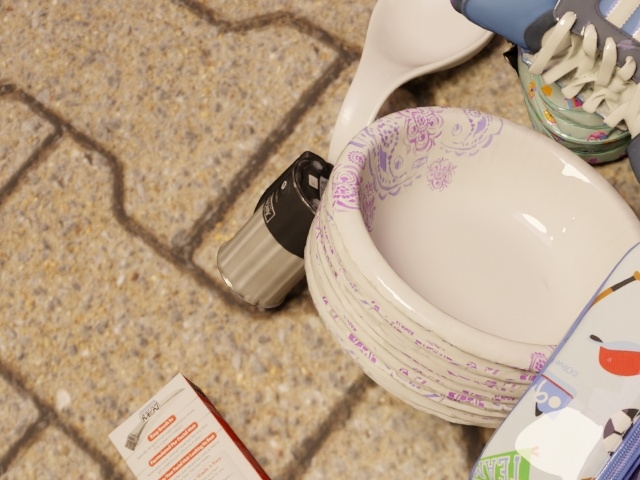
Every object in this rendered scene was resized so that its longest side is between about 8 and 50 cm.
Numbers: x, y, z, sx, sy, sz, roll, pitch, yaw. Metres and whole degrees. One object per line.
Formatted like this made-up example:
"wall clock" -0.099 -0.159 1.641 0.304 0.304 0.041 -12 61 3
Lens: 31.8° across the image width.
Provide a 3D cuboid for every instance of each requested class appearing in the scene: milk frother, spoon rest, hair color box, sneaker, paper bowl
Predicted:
"milk frother" 0.000 0.000 1.087 0.135 0.143 0.129 -45 12 35
"spoon rest" 0.090 -0.180 1.147 0.137 0.084 0.276 22 74 27
"hair color box" -0.110 0.215 1.035 0.093 0.053 0.167 -41 60 -3
"sneaker" 0.260 -0.117 0.920 0.323 0.130 0.236 7 71 -10
"paper bowl" 0.126 0.032 0.948 0.284 0.148 0.284 12 44 -11

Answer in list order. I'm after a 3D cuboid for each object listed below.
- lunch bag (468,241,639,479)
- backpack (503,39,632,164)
"lunch bag" 0.235 0.143 0.806 0.115 0.303 0.243 34 79 33
"backpack" 0.248 -0.165 1.067 0.152 0.115 0.182 -6 68 13
